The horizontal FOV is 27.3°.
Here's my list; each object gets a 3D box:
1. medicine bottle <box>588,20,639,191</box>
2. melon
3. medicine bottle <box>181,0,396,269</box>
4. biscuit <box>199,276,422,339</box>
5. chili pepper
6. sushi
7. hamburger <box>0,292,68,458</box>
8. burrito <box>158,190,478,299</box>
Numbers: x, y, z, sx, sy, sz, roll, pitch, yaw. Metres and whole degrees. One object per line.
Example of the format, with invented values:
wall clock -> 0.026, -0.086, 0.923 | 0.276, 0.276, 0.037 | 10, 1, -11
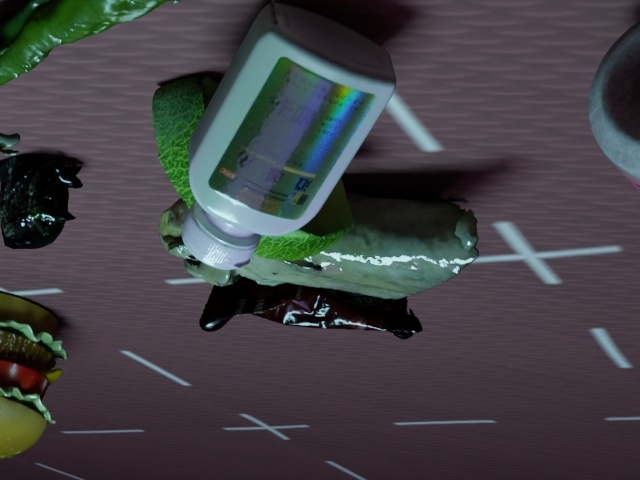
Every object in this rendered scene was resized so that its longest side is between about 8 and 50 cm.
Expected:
medicine bottle -> 0.311, -0.069, 1.003 | 0.147, 0.147, 0.247 | -8, 154, 33
melon -> -0.054, -0.056, 1.166 | 0.209, 0.118, 0.064 | 26, 143, -36
medicine bottle -> -0.039, -0.074, 1.040 | 0.115, 0.078, 0.219 | 20, 123, -21
biscuit -> -0.006, 0.060, 1.443 | 0.235, 0.151, 0.063 | 7, 119, 1
chili pepper -> -0.172, -0.165, 0.978 | 0.085, 0.076, 0.359 | 39, 142, -23
sushi -> -0.283, -0.039, 1.316 | 0.084, 0.083, 0.056 | -11, 152, 40
hamburger -> -0.490, 0.195, 1.793 | 0.274, 0.212, 0.274 | 5, 159, 2
burrito -> 0.005, 0.001, 1.326 | 0.347, 0.107, 0.175 | 1, 174, 19
